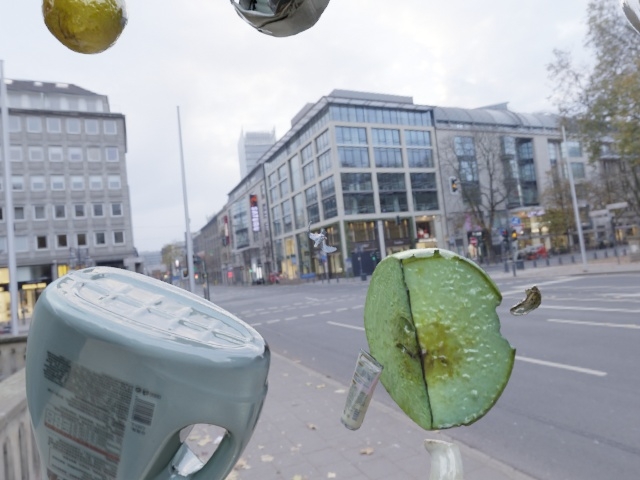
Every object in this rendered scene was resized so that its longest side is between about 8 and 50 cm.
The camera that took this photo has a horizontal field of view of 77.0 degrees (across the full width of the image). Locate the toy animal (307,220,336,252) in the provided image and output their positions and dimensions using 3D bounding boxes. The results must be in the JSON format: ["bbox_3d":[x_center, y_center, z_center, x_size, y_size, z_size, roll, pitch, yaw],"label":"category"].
[{"bbox_3d":[0.000,-0.001,0.847,0.028,0.084,0.050,-40,11,21],"label":"toy animal"}]

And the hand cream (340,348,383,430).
[{"bbox_3d":[0.071,0.269,0.716,0.039,0.143,0.061,8,16,-36],"label":"hand cream"}]

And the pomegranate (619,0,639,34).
[{"bbox_3d":[0.321,-0.199,0.163,0.332,0.333,0.332,-6,-3,0],"label":"pomegranate"}]

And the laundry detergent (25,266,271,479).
[{"bbox_3d":[-0.224,0.253,0.483,0.264,0.398,0.125,19,16,3],"label":"laundry detergent"}]

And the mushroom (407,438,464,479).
[{"bbox_3d":[0.338,0.833,1.234,0.315,0.356,0.315,-24,-22,-10],"label":"mushroom"}]

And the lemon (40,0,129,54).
[{"bbox_3d":[-0.511,-0.503,0.876,0.170,0.207,0.170,7,-26,4],"label":"lemon"}]

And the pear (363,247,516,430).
[{"bbox_3d":[0.184,0.160,0.709,0.159,0.292,0.292,-7,-3,-18],"label":"pear"}]

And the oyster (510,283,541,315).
[{"bbox_3d":[0.515,0.148,1.021,0.083,0.081,0.038,-22,28,17],"label":"oyster"}]

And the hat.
[{"bbox_3d":[-0.038,-0.451,0.629,0.161,0.232,0.275,-9,-9,-34],"label":"hat"}]
